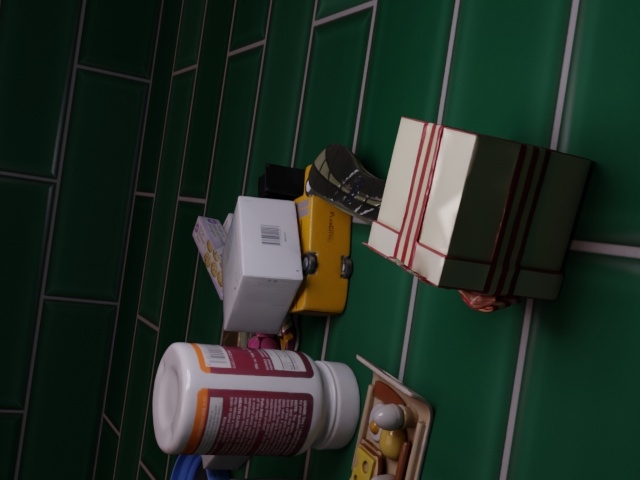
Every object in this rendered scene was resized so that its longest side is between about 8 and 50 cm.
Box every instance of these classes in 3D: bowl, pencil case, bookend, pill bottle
[{"bbox_3d":[-0.350,0.790,2.390,0.391,0.077,0.391,-28,58,58],"label":"bowl"},{"bbox_3d":[-0.125,0.326,2.059,0.098,0.095,0.209,-35,40,9],"label":"pencil case"},{"bbox_3d":[-0.095,-0.123,2.051,0.157,0.156,0.072,-27,59,59],"label":"bookend"},{"bbox_3d":[-0.131,0.336,1.729,0.224,0.392,0.224,-30,56,58],"label":"pill bottle"}]

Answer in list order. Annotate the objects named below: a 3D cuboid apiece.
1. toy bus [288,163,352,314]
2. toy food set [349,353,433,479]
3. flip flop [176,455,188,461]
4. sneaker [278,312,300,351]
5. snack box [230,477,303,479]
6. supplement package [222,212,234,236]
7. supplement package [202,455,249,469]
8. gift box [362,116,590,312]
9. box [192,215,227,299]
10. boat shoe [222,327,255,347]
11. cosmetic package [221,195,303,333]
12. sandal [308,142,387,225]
[{"bbox_3d":[0.000,0.000,1.883,0.130,0.108,0.332,161,114,-63],"label":"toy bus"},{"bbox_3d":[0.099,0.398,1.590,0.220,0.092,0.306,25,105,62],"label":"toy food set"},{"bbox_3d":[-0.380,0.546,2.506,0.080,0.112,0.277,-102,25,-62],"label":"flip flop"},{"bbox_3d":[-0.098,0.198,2.046,0.069,0.084,0.185,-26,60,59],"label":"sneaker"},{"bbox_3d":[-0.121,0.644,1.865,0.070,0.174,0.207,-11,73,59],"label":"snack box"},{"bbox_3d":[-0.187,0.067,2.202,0.139,0.134,0.244,-58,35,37],"label":"supplement package"},{"bbox_3d":[-0.263,0.520,2.259,0.105,0.105,0.179,-52,39,44],"label":"supplement package"},{"bbox_3d":[0.216,-0.042,1.293,0.255,0.276,0.258,-145,64,-66],"label":"gift box"},{"bbox_3d":[-0.259,0.044,2.129,0.067,0.063,0.324,-66,31,23],"label":"box"},{"bbox_3d":[-0.208,0.352,2.214,0.109,0.098,0.302,-15,66,47],"label":"boat shoe"},{"bbox_3d":[-0.140,0.058,1.885,0.224,0.138,0.224,112,157,-48],"label":"cosmetic package"},{"bbox_3d":[0.080,-0.100,1.748,0.120,0.086,0.303,-50,51,2],"label":"sandal"}]
